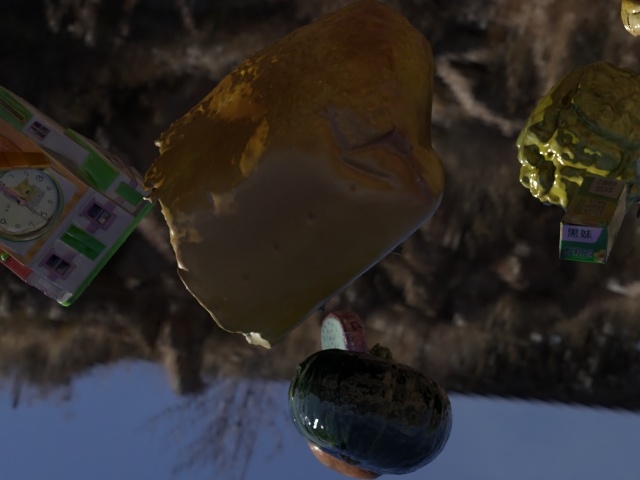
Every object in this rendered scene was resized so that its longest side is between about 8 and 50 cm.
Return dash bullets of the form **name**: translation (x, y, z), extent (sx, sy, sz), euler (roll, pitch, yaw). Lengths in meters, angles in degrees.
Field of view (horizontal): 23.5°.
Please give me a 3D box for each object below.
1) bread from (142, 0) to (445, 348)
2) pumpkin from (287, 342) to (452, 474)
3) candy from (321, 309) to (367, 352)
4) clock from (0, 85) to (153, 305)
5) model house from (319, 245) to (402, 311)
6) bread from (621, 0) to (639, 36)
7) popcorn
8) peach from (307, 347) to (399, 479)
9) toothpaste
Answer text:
- **bread**: translation (-0.025, -0.116, 1.867), extent (0.250, 0.394, 0.361), euler (39, -155, -26)
- **pumpkin**: translation (0.062, 0.205, 1.895), extent (0.211, 0.152, 0.212), euler (24, 161, 9)
- **candy**: translation (0.038, 0.163, 2.479), extent (0.043, 0.103, 0.103), euler (-5, -159, -27)
- **clock**: translation (-0.451, -0.075, 2.374), extent (0.309, 0.235, 0.166), euler (36, -174, -32)
- **model house**: translation (0.000, 0.000, 2.256), extent (0.243, 0.205, 0.211), euler (11, -178, -8)
- **bread**: translation (0.584, -0.365, 2.458), extent (0.198, 0.120, 0.236), euler (13, -168, 17)
- **popcorn**: translation (0.414, -0.141, 2.302), extent (0.225, 0.249, 0.249), euler (36, -164, 12)
- **peach**: translation (0.065, 0.285, 2.615), extent (0.236, 0.214, 0.214), euler (59, -167, -3)
- **toothpaste**: translation (0.252, -0.021, 1.414), extent (0.043, 0.037, 0.178), euler (5, -163, 16)
